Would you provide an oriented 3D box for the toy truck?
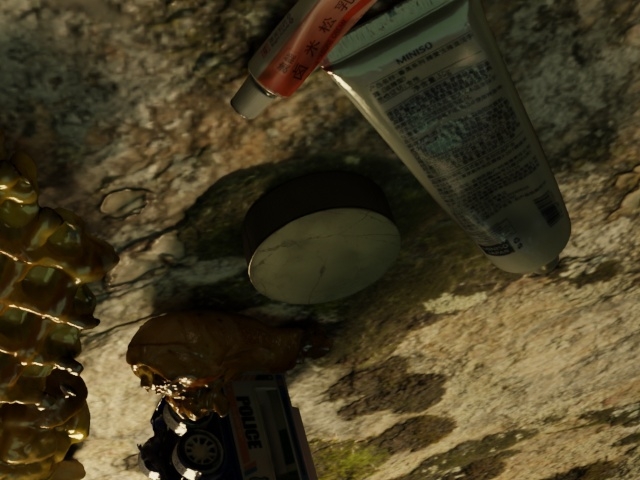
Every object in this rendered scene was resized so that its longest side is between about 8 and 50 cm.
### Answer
[{"bbox_3d":[-0.078,0.262,1.055,0.155,0.268,0.124,2,141,-26],"label":"toy truck"}]

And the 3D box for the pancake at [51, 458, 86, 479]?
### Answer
[{"bbox_3d":[-0.409,0.285,1.134,0.266,0.057,0.244,15,134,-35],"label":"pancake"}]

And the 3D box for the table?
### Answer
[{"bbox_3d":[0.000,0.000,0.924,0.133,0.043,0.133,-11,143,-8],"label":"table"}]

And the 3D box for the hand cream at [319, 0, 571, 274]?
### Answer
[{"bbox_3d":[0.125,-0.072,0.873,0.124,0.078,0.340,-26,135,15],"label":"hand cream"}]

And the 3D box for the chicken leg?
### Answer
[{"bbox_3d":[-0.080,0.115,1.012,0.207,0.101,0.085,0,173,-35],"label":"chicken leg"}]

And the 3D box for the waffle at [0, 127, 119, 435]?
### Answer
[{"bbox_3d":[-0.315,0.051,0.773,0.329,0.062,0.329,-14,128,-19],"label":"waffle"}]

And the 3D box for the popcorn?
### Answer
[{"bbox_3d":[-0.304,0.168,0.957,0.194,0.140,0.163,-12,131,-22],"label":"popcorn"}]

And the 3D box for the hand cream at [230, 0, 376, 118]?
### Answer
[{"bbox_3d":[0.013,-0.161,0.730,0.216,0.038,0.052,-44,163,28],"label":"hand cream"}]
